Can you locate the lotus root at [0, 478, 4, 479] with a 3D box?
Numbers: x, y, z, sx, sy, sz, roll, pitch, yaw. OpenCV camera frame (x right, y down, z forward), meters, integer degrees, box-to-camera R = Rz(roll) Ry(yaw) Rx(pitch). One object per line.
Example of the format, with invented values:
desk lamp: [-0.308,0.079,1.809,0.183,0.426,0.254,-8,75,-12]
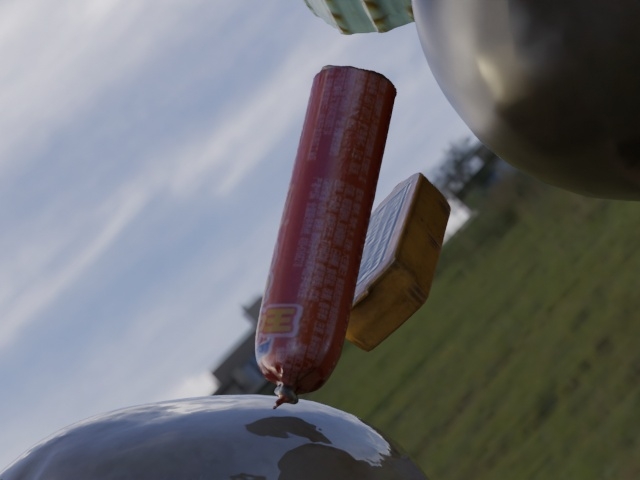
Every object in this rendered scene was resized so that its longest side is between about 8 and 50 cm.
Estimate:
lotus root: [-0.184,0.144,0.477,0.275,0.160,0.152,-4,-7,-19]

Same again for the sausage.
sausage: [0.000,0.000,0.586,0.034,0.034,0.129,94,-171,-68]

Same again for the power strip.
power strip: [0.040,0.003,0.838,0.049,0.028,0.178,-44,9,23]

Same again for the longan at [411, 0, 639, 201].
longan: [0.170,-0.148,0.924,0.258,0.258,0.258,-42,-15,-14]

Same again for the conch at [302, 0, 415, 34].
conch: [0.059,-0.341,1.370,0.319,0.215,0.303,-23,46,41]

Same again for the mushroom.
mushroom: [-0.057,0.234,0.909,0.293,0.290,0.292,-5,-2,0]
